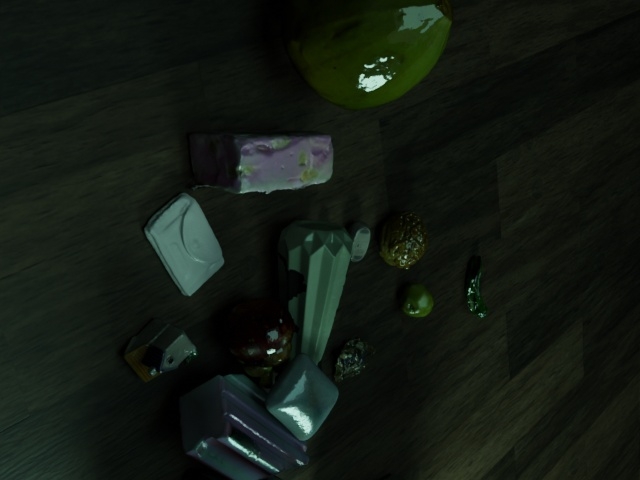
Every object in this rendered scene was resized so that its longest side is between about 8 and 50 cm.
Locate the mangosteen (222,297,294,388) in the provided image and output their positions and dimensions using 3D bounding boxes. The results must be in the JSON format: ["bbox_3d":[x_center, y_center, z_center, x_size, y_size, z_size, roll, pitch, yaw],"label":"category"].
[{"bbox_3d":[-0.113,0.202,1.697,0.146,0.156,0.181,-40,110,-15],"label":"mangosteen"}]

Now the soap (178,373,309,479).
[{"bbox_3d":[-0.147,0.391,1.682,0.324,0.109,0.192,46,22,-43],"label":"soap"}]

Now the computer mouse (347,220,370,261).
[{"bbox_3d":[0.083,0.001,1.956,0.066,0.039,0.096,4,103,-48],"label":"computer mouse"}]

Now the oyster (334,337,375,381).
[{"bbox_3d":[0.089,0.287,2.021,0.148,0.051,0.103,-38,133,-48],"label":"oyster"}]

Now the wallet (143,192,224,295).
[{"bbox_3d":[-0.255,0.008,1.592,0.124,0.032,0.182,-45,130,-28],"label":"wallet"}]

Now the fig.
[{"bbox_3d":[0.104,-0.428,1.655,0.343,0.343,0.343,-14,109,-45],"label":"fig"}]

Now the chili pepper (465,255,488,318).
[{"bbox_3d":[0.443,0.137,2.377,0.073,0.050,0.182,-15,107,-38],"label":"chili pepper"}]

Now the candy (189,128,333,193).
[{"bbox_3d":[-0.113,-0.156,1.615,0.265,0.156,0.115,-10,103,-47],"label":"candy"}]

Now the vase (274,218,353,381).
[{"bbox_3d":[-0.024,0.141,1.796,0.165,0.165,0.360,-7,109,-47],"label":"vase"}]

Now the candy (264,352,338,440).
[{"bbox_3d":[-0.035,0.325,1.713,0.138,0.071,0.174,-54,137,-17],"label":"candy"}]

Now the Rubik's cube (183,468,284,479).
[{"bbox_3d":[-0.149,0.623,1.692,0.250,0.248,0.246,19,84,-47],"label":"Rubik's cube"}]

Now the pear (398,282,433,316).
[{"bbox_3d":[0.247,0.159,2.139,0.097,0.092,0.092,-41,126,-35],"label":"pear"}]

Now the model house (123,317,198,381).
[{"bbox_3d":[-0.296,0.215,1.543,0.100,0.101,0.087,-47,132,-28],"label":"model house"}]

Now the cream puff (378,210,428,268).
[{"bbox_3d":[0.209,-0.003,2.045,0.126,0.103,0.143,34,68,-45],"label":"cream puff"}]

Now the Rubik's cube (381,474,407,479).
[{"bbox_3d":[0.200,0.839,2.057,0.347,0.344,0.346,-9,107,-45],"label":"Rubik's cube"}]
